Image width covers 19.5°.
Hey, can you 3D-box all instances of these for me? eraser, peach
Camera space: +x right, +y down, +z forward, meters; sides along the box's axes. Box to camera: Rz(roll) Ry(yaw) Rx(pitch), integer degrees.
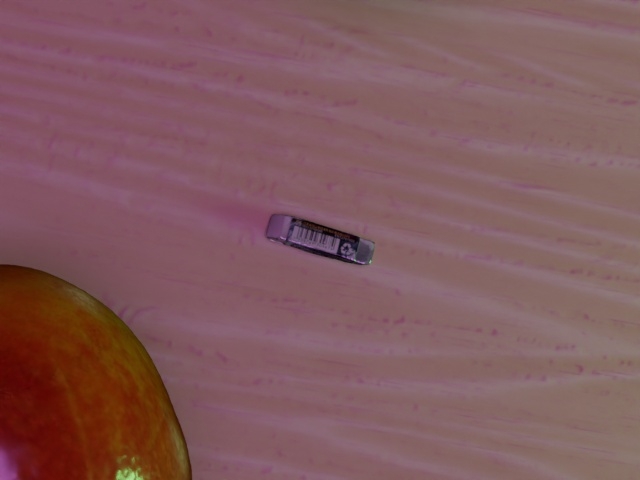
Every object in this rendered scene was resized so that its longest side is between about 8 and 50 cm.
[{"bbox_3d":[0.000,0.000,1.708,0.099,0.019,0.027,16,75,-11],"label":"eraser"},{"bbox_3d":[-0.274,0.222,1.510,0.388,0.388,0.388,0,92,-10],"label":"peach"}]
